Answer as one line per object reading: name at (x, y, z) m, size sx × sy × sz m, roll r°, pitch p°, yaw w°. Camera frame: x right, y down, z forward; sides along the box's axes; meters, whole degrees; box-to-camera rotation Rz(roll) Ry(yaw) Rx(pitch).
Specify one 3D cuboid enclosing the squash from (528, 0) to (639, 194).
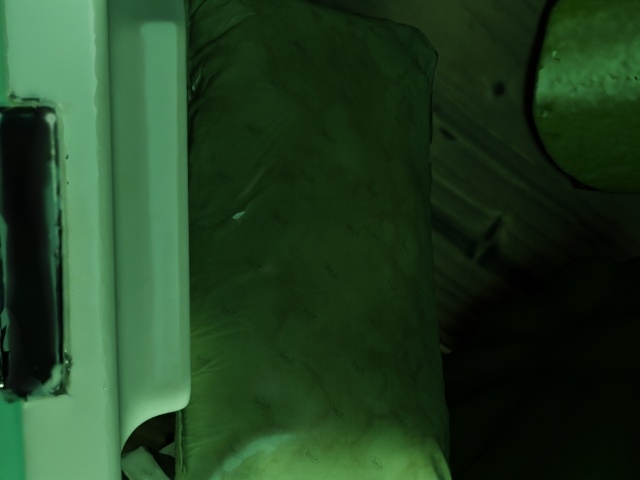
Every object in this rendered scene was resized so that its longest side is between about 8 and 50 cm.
squash at (0.235, -0.143, 1.113) m, size 0.204 × 0.155 × 0.236 m, roll -41°, pitch 135°, yaw -71°

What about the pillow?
pillow at (0.000, 0.000, 0.861) m, size 0.185 × 0.075 × 0.302 m, roll 12°, pitch 69°, yaw -38°

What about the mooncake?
mooncake at (0.222, 0.142, 0.968) m, size 0.356 × 0.356 × 0.194 m, roll -35°, pitch 126°, yaw -27°

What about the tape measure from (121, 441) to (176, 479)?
tape measure at (-0.048, 0.196, 0.909) m, size 0.197 × 0.120 × 0.236 m, roll -15°, pitch 107°, yaw -41°

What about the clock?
clock at (-0.111, -0.030, 0.701) m, size 0.116 × 0.231 × 0.262 m, roll -5°, pitch 108°, yaw -14°
